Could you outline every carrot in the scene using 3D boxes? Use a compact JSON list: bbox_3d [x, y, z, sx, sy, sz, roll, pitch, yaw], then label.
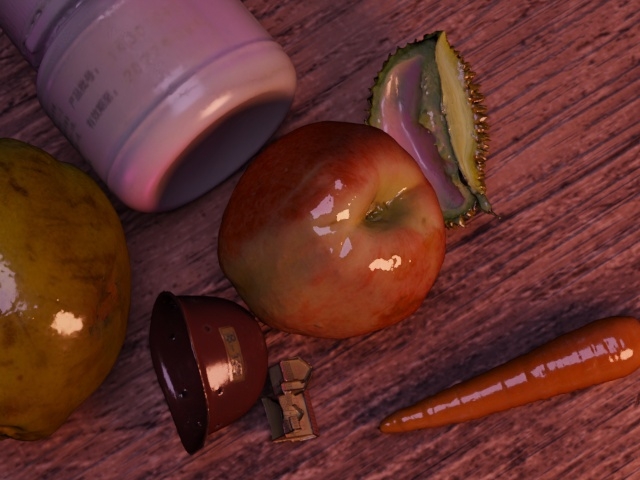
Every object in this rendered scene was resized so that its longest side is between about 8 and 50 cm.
[{"bbox_3d":[0.222,0.151,1.824,0.336,0.069,0.069,-21,75,-1],"label":"carrot"}]

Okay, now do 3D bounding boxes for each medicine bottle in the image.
[{"bbox_3d":[-0.200,-0.208,1.838,0.241,0.241,0.302,-39,77,-8],"label":"medicine bottle"}]

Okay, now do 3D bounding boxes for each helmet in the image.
[{"bbox_3d":[-0.108,0.134,1.805,0.106,0.155,0.175,-7,78,-22],"label":"helmet"}]

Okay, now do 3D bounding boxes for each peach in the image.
[{"bbox_3d":[0.000,0.000,1.799,0.232,0.257,0.232,14,64,-32],"label":"peach"}]

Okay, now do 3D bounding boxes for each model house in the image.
[{"bbox_3d":[-0.027,0.171,1.828,0.058,0.057,0.083,-1,68,-39],"label":"model house"}]

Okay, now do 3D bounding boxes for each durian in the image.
[{"bbox_3d":[0.129,-0.110,1.882,0.137,0.095,0.220,-20,75,34],"label":"durian"}]

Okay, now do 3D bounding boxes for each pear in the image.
[{"bbox_3d":[-0.321,0.051,1.763,0.269,0.269,0.321,2,61,2],"label":"pear"}]
